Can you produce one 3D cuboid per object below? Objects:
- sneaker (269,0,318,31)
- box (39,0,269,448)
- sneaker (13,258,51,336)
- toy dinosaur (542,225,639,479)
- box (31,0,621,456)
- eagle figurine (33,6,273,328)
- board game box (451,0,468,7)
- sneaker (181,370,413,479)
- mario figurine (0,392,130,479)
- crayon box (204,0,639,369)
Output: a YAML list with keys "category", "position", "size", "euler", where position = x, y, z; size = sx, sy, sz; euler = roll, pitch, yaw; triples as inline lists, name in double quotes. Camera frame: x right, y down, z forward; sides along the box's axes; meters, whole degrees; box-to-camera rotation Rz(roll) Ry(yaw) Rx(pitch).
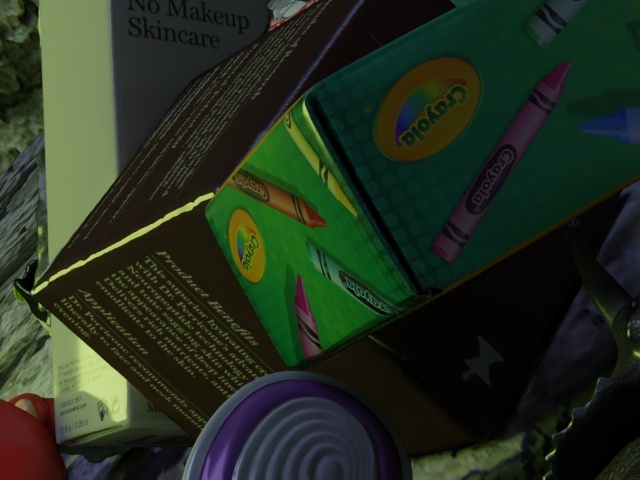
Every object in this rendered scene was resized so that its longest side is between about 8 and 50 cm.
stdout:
- category: "sneaker"
  position: [0.003, -0.163, 1.347]
  size: [0.145, 0.090, 0.270]
  euler: [-45, 13, 13]
- category: "box"
  position: [-0.089, -0.023, 0.945]
  size: [0.094, 0.113, 0.275]
  euler: [-22, 69, 53]
- category: "sneaker"
  position: [-0.176, 0.020, 1.345]
  size: [0.235, 0.097, 0.084]
  euler: [-32, 22, 41]
- category: "toy dinosaur"
  position: [0.076, 0.127, 0.473]
  size: [0.313, 0.121, 0.160]
  euler: [-55, 5, -12]
- category: "box"
  position: [0.000, 0.000, 0.814]
  size: [0.203, 0.168, 0.167]
  euler: [-23, 28, 53]
- category: "eagle figurine"
  position: [-0.083, -0.063, 1.123]
  size: [0.225, 0.226, 0.298]
  euler: [-4, 30, 1]
- category: "board game box"
  position: [0.181, -0.337, 1.337]
  size: [0.254, 0.079, 0.336]
  euler: [-32, 21, 41]
- category: "sneaker"
  position: [-0.052, 0.202, 0.632]
  size: [0.305, 0.114, 0.152]
  euler: [-60, -2, -33]
- category: "mario figurine"
  position: [-0.194, 0.187, 1.023]
  size: [0.320, 0.170, 0.198]
  euler: [156, 118, -76]
- category: "crayon box"
  position: [0.104, -0.060, 0.633]
  size: [0.278, 0.081, 0.165]
  euler: [-29, -3, -19]
